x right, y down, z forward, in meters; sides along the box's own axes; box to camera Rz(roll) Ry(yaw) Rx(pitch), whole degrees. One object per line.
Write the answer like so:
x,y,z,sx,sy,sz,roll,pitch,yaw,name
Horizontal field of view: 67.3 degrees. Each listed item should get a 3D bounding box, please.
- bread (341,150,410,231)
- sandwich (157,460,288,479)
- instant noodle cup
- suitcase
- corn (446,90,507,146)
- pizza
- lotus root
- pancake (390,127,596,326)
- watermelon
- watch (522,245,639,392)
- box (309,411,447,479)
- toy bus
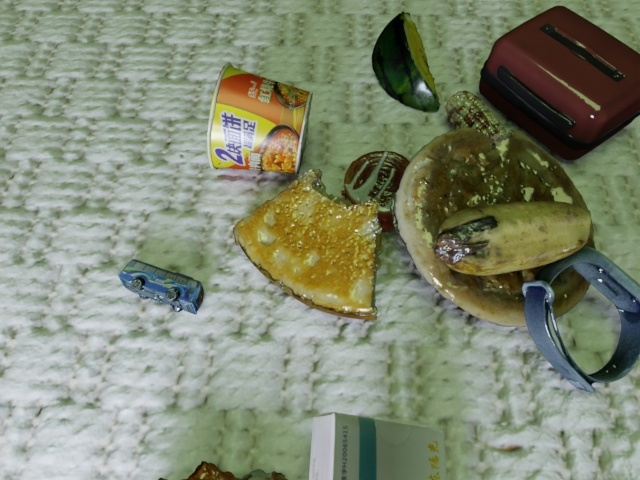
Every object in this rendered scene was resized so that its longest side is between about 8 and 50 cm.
0.121,-0.096,0.930,0.161,0.073,0.160,0,61,-1,bread
-0.147,0.407,0.639,0.292,0.109,0.212,12,53,2,sandwich
-0.112,-0.226,0.946,0.174,0.213,0.213,10,61,-2,instant noodle cup
0.508,-0.331,1.005,0.236,0.161,0.297,-33,66,-15,suitcase
0.348,-0.214,0.991,0.080,0.079,0.237,-28,65,-14,corn
0.000,0.000,0.857,0.324,0.089,0.223,29,86,24,pizza
0.297,-0.005,0.752,0.259,0.097,0.110,-6,92,-6,lotus root
0.312,-0.042,0.854,0.383,0.071,0.381,3,73,-9,pancake
0.198,-0.428,1.122,0.129,0.123,0.300,13,55,-28,watermelon
0.418,0.120,0.763,0.206,0.068,0.193,40,77,-5,watch
0.075,0.407,0.599,0.200,0.065,0.343,19,57,-26,box
-0.281,0.082,0.853,0.153,0.051,0.061,16,56,10,toy bus
